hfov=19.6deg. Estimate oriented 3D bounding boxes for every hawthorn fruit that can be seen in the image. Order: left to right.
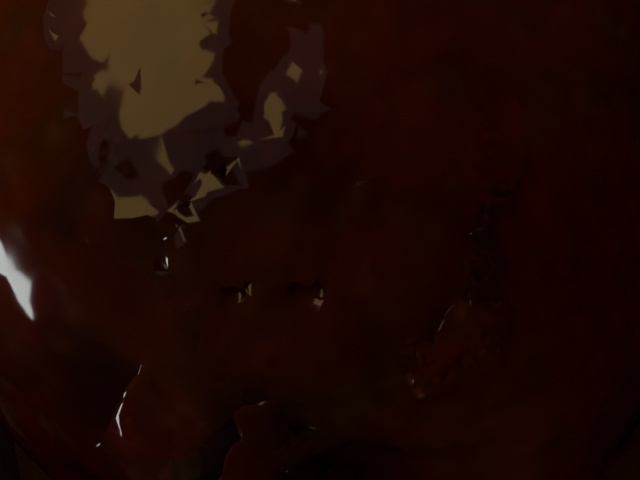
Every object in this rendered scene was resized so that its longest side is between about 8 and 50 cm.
[{"bbox_3d":[0.000,0.000,0.587,0.276,0.276,0.307,-33,38,24],"label":"hawthorn fruit"}]

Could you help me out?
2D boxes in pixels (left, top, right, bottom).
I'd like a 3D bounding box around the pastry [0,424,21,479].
[{"bbox_3d":[-0.315,0.126,0.759,0.313,0.388,0.388,103,168,-48],"label":"pastry"}]
